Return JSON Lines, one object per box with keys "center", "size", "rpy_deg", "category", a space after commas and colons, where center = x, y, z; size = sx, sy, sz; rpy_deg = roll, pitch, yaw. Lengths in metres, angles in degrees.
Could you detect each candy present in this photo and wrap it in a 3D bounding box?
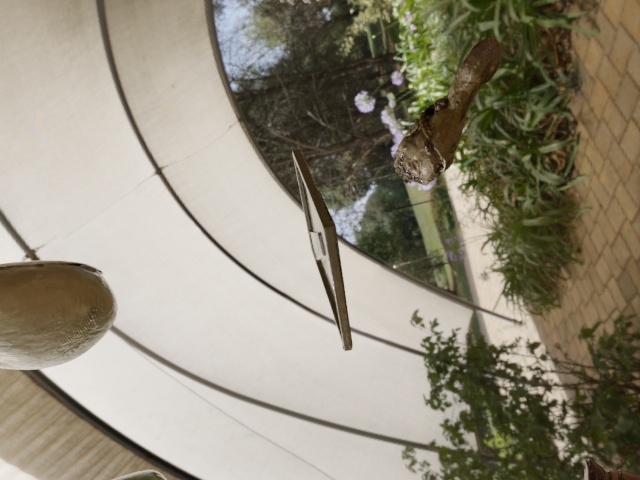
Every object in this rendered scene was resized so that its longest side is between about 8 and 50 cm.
{"center": [-0.511, 0.134, 0.774], "size": [0.295, 0.296, 0.185], "rpy_deg": [20, -120, -75], "category": "candy"}

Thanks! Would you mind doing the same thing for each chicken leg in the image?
{"center": [0.151, -0.142, 0.521], "size": [0.085, 0.069, 0.197], "rpy_deg": [-40, -16, -46], "category": "chicken leg"}

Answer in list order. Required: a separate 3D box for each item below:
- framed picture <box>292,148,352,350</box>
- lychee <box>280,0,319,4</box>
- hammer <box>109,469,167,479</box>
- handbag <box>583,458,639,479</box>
{"center": [0.000, 0.000, 0.812], "size": [0.335, 0.022, 0.247], "rpy_deg": [-110, 8, -59], "category": "framed picture"}
{"center": [-0.042, -0.546, 0.648], "size": [0.432, 0.381, 0.379], "rpy_deg": [-66, -39, -71], "category": "lychee"}
{"center": [-0.223, 0.408, 0.460], "size": [0.305, 0.202, 0.113], "rpy_deg": [47, 132, 42], "category": "hammer"}
{"center": [0.340, 0.371, 0.483], "size": [0.225, 0.136, 0.146], "rpy_deg": [-57, -42, -34], "category": "handbag"}
